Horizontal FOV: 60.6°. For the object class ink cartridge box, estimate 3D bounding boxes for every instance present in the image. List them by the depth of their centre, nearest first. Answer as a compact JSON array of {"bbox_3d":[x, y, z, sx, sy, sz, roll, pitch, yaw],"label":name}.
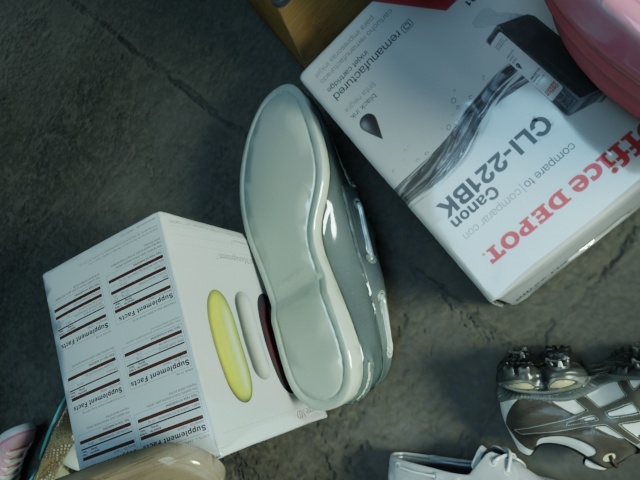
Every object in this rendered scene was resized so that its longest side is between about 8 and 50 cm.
[{"bbox_3d":[0.144,-0.106,0.481,0.197,0.114,0.273,-42,69,14],"label":"ink cartridge box"}]

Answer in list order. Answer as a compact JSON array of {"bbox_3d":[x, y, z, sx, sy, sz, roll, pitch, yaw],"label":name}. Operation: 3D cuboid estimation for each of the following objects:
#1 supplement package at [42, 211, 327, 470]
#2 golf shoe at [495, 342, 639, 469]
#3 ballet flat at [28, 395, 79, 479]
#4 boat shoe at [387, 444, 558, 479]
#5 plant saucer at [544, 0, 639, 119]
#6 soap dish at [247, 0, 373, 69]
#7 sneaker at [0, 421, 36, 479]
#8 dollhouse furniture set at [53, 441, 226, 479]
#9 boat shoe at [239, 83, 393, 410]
[{"bbox_3d":[-0.123,0.106,0.533,0.149,0.194,0.203,-25,74,21],"label":"supplement package"},{"bbox_3d":[0.243,0.132,0.432,0.198,0.077,0.094,-8,90,31],"label":"golf shoe"},{"bbox_3d":[-0.320,0.284,0.683,0.067,0.073,0.206,25,97,-1],"label":"ballet flat"},{"bbox_3d":[0.144,0.210,0.471,0.184,0.066,0.063,-11,79,33],"label":"boat shoe"},{"bbox_3d":[0.294,-0.173,0.369,0.331,0.084,0.333,2,61,-3],"label":"plant saucer"},{"bbox_3d":[-0.018,-0.362,0.592,0.229,0.118,0.291,-42,69,14],"label":"soap dish"},{"bbox_3d":[-0.409,0.300,0.722,0.134,0.051,0.070,-43,69,18],"label":"sneaker"},{"bbox_3d":[-0.020,0.377,0.330,0.256,0.394,0.362,-24,32,21],"label":"dollhouse furniture set"},{"bbox_3d":[0.000,0.000,0.550,0.116,0.099,0.320,-23,71,38],"label":"boat shoe"}]
